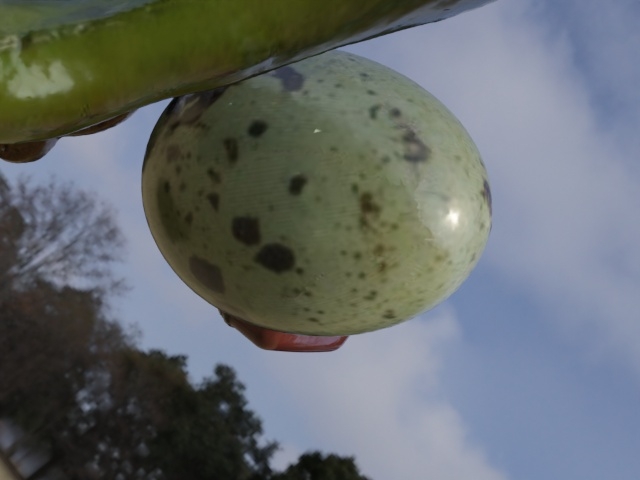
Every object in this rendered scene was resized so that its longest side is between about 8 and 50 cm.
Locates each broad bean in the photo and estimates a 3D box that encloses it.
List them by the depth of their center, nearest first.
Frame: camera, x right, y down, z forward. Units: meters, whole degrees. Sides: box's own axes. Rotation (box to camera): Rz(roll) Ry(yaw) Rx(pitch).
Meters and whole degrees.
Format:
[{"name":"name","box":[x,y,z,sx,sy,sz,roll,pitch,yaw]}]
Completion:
[{"name":"broad bean","box":[-0.019,-0.084,0.331,0.075,0.325,0.067,91,-27,-55]}]

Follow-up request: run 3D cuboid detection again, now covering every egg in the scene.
[{"name":"egg","box":[-0.008,-0.045,0.988,0.379,0.287,0.288,22,-35,33]}]

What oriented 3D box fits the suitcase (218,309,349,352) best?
[{"name":"suitcase","box":[0.000,0.000,1.328,0.161,0.297,0.236,41,15,28]}]

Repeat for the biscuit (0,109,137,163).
[{"name":"biscuit","box":[-0.407,-0.265,1.401,0.063,0.367,0.314,-128,-137,-79]}]
